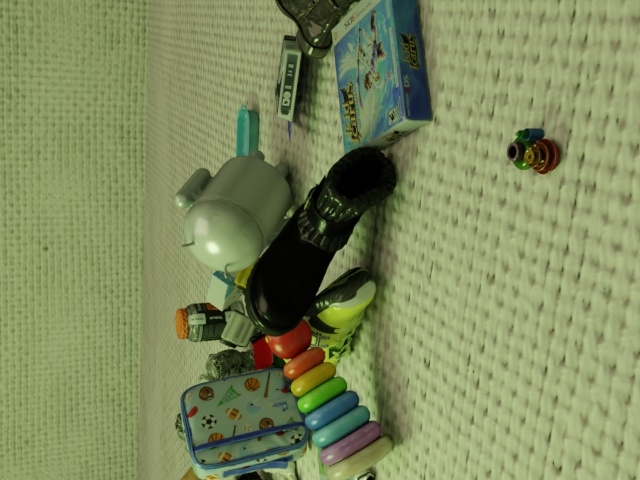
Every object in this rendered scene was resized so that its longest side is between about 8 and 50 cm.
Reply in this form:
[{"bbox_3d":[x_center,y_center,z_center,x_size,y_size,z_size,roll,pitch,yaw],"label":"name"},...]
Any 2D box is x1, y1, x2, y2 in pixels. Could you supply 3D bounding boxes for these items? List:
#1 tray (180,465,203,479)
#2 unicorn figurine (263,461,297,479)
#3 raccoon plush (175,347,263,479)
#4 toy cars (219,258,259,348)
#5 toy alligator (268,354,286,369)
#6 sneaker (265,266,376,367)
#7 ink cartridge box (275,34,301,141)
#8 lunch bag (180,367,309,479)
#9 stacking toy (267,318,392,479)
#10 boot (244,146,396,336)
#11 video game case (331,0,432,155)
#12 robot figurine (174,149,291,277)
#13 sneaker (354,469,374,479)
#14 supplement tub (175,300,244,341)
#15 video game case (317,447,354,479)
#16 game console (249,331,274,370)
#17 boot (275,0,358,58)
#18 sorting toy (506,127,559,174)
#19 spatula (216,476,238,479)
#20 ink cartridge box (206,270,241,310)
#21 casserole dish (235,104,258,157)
[{"bbox_3d":[-0.258,0.782,2.168,0.076,0.203,0.411,-49,20,-14],"label":"tray"},{"bbox_3d":[-0.099,0.572,1.947,0.162,0.060,0.111,-8,93,55],"label":"unicorn figurine"},{"bbox_3d":[-0.199,0.506,2.126,0.446,0.216,0.299,42,121,18],"label":"raccoon plush"},{"bbox_3d":[-0.193,0.182,2.088,0.176,0.087,0.394,-59,-10,-51],"label":"toy cars"},{"bbox_3d":[-0.111,0.321,1.979,0.051,0.056,0.190,35,125,8],"label":"toy alligator"},{"bbox_3d":[0.026,0.179,1.598,0.147,0.145,0.385,52,146,6],"label":"sneaker"},{"bbox_3d":[-0.079,-0.358,1.783,0.206,0.045,0.208,-99,16,-66],"label":"ink cartridge box"},{"bbox_3d":[-0.175,0.443,1.837,0.115,0.303,0.243,96,159,-49],"label":"lunch bag"},{"bbox_3d":[0.004,0.290,1.484,0.330,0.141,0.141,61,150,10],"label":"stacking toy"},{"bbox_3d":[-0.003,-0.003,1.425,0.260,0.131,0.348,-38,23,53],"label":"boot"},{"bbox_3d":[0.106,-0.315,1.426,0.244,0.061,0.270,156,110,-65],"label":"video game case"},{"bbox_3d":[-0.198,-0.065,1.844,0.353,0.299,0.200,-60,-4,-41],"label":"robot figurine"},{"bbox_3d":[0.088,0.517,1.553,0.043,0.040,0.109,17,108,63],"label":"sneaker"},{"bbox_3d":[-0.331,0.243,2.284,0.117,0.190,0.117,178,90,-65],"label":"supplement tub"},{"bbox_3d":[0.036,0.447,1.683,0.193,0.023,0.213,161,106,-65],"label":"video game case"},{"bbox_3d":[-0.121,0.260,1.957,0.085,0.124,0.144,54,150,2],"label":"game console"},{"bbox_3d":[0.001,-0.544,1.624,0.263,0.091,0.229,65,148,22],"label":"boot"},{"bbox_3d":[0.286,-0.125,1.059,0.102,0.042,0.061,-154,65,-63],"label":"sorting toy"},{"bbox_3d":[-0.197,0.588,2.030,0.019,0.241,0.168,6,-100,-72],"label":"spatula"},{"bbox_3d":[-0.235,0.105,2.149,0.061,0.181,0.104,32,130,16],"label":"ink cartridge box"},{"bbox_3d":[-0.206,-0.288,2.155,0.114,0.036,0.189,-154,64,-63],"label":"casserole dish"}]
